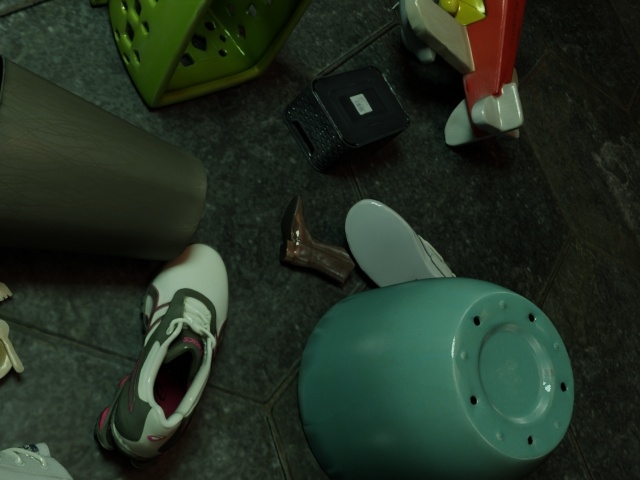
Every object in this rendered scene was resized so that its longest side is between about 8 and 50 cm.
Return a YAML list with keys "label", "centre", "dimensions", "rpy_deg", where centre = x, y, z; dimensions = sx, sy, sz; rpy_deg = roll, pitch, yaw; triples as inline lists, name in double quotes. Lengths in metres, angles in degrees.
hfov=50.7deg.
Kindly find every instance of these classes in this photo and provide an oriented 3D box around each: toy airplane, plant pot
- label: "toy airplane"
  centre: [0.275, -0.366, 1.275]
  dimensions: [0.384, 0.272, 0.386]
  rpy_deg: [-54, 140, -32]
- label: "plant pot"
  centre: [0.156, 0.177, 0.822]
  dimensions: [0.293, 0.235, 0.293]
  rpy_deg: [11, 68, -28]
- label: "plant pot"
  centre: [-0.164, -0.345, 0.903]
  dimensions: [0.227, 0.228, 0.207]
  rpy_deg: [-30, 81, -44]

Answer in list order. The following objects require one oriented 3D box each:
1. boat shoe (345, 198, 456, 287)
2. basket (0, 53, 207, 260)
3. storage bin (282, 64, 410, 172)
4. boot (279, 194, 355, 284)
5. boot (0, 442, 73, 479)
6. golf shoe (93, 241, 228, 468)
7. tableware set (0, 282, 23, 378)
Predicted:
- label: "boat shoe"
  centre: [0.139, 0.038, 1.021]
  dimensions: [0.267, 0.096, 0.088]
  rpy_deg: [43, 18, -10]
- label: "basket"
  centre: [-0.251, -0.066, 0.726]
  dimensions: [0.227, 0.154, 0.204]
  rpy_deg: [17, 58, -36]
- label: "storage bin"
  centre: [0.044, -0.197, 1.079]
  dimensions: [0.180, 0.084, 0.122]
  rpy_deg: [-27, 85, -45]
- label: "boot"
  centre: [0.000, 0.000, 0.964]
  dimensions: [0.114, 0.037, 0.106]
  rpy_deg: [19, 69, -26]
- label: "boot"
  centre: [-0.298, 0.208, 0.582]
  dimensions: [0.123, 0.095, 0.258]
  rpy_deg: [-36, 99, -51]
- label: "golf shoe"
  centre: [-0.143, 0.106, 0.734]
  dimensions: [0.105, 0.120, 0.273]
  rpy_deg: [29, 50, -22]
- label: "tableware set"
  centre: [-0.367, 0.086, 0.631]
  dimensions: [0.168, 0.020, 0.141]
  rpy_deg: [-17, 77, -43]
